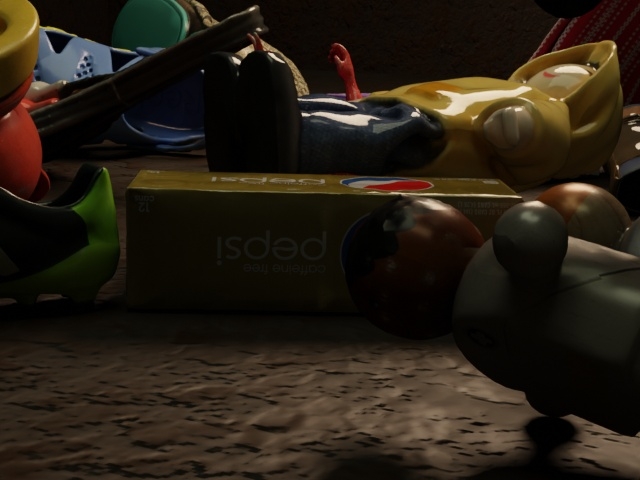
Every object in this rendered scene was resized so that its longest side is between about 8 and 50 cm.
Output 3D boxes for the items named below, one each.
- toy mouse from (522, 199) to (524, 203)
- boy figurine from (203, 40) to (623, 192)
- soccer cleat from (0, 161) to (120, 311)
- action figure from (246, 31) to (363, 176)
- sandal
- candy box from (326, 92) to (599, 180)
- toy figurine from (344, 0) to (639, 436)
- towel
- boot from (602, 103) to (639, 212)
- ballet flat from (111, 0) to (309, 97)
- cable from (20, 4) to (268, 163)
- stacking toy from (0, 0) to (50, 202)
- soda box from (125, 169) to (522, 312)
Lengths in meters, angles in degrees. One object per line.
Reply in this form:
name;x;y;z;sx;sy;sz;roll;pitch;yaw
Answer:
toy mouse;0.049;-0.012;0.683;0.143;0.031;0.161;-6;13;-35
boy figurine;0.080;-0.073;0.690;0.285;0.092;0.177;-7;10;-26
soccer cleat;-0.174;-0.002;0.493;0.178;0.072;0.060;-5;12;-30
action figure;-0.023;-0.111;0.924;0.091;0.139;0.280;-12;17;-15
sandal;-0.213;-0.140;1.100;0.317;0.126;0.138;-6;17;-28
candy box;0.128;-0.094;1.018;0.196;0.070;0.164;-8;14;-42
toy figurine;0.110;-0.046;0.399;0.148;0.210;0.213;22;21;31
towel;0.340;-0.184;1.063;0.274;0.199;0.031;17;30;-36
boot;0.315;-0.045;0.844;0.219;0.082;0.106;5;30;17
ballet flat;-0.142;-0.219;1.509;0.182;0.164;0.483;20;7;-27
cable;-0.182;-0.126;0.913;0.287;0.072;0.139;-26;2;31
stacking toy;-0.318;-0.024;0.640;0.308;0.130;0.279;-1;37;3
soda box;0.000;0.000;0.545;0.181;0.058;0.061;1;11;-2
